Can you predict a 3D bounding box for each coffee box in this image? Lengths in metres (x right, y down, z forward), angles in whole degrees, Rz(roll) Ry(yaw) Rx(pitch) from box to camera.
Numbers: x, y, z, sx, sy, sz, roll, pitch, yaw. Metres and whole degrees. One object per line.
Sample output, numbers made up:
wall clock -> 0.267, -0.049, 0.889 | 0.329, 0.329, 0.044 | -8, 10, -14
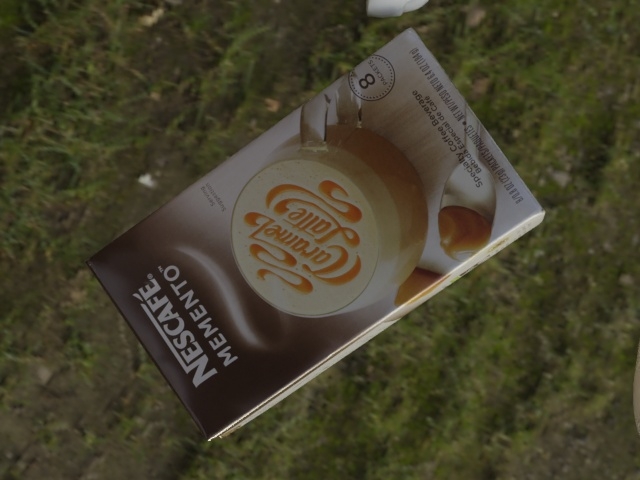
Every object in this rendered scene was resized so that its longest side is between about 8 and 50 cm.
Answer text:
coffee box -> 0.000, 0.000, 0.842 | 0.246, 0.141, 0.098 | -36, 174, 6

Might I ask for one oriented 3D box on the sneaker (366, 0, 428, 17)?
sneaker -> 0.119, -0.230, 0.738 | 0.169, 0.108, 0.292 | 5, 143, -7

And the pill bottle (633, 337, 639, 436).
pill bottle -> 0.192, 0.048, 0.315 | 0.208, 0.117, 0.117 | 27, 85, -4
